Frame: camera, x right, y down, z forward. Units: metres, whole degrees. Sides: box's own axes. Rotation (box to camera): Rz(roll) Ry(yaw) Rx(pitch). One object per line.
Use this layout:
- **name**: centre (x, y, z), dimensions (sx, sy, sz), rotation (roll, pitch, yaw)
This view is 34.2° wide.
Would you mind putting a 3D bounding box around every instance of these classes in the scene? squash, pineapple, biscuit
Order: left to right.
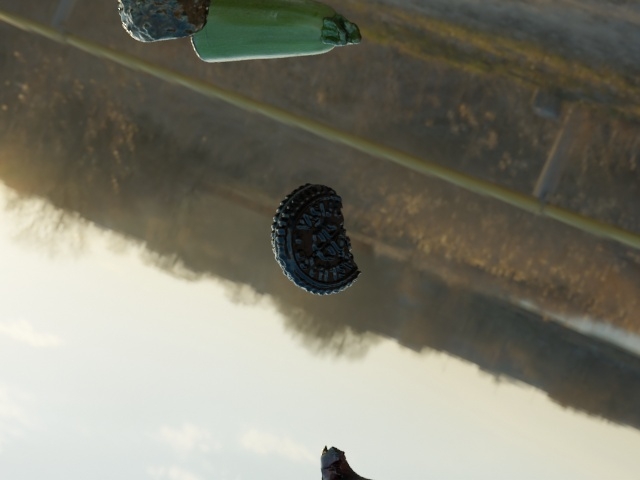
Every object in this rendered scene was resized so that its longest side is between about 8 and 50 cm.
- **pineapple**: centre (-0.177, -0.310, 1.090), dimensions (0.108, 0.198, 0.108), rotation (-9, -161, 3)
- **squash**: centre (-0.046, -0.248, 1.217), dimensions (0.224, 0.094, 0.094), rotation (11, 173, 31)
- **biscuit**: centre (0.000, 0.000, 0.846), dimensions (0.089, 0.087, 0.027), rotation (21, 171, -30)

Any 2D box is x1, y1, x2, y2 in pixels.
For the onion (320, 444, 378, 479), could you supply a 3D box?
- **onion**: centre (0.049, 0.375, 1.412), dimensions (0.173, 0.198, 0.135), rotation (-18, 158, 18)
